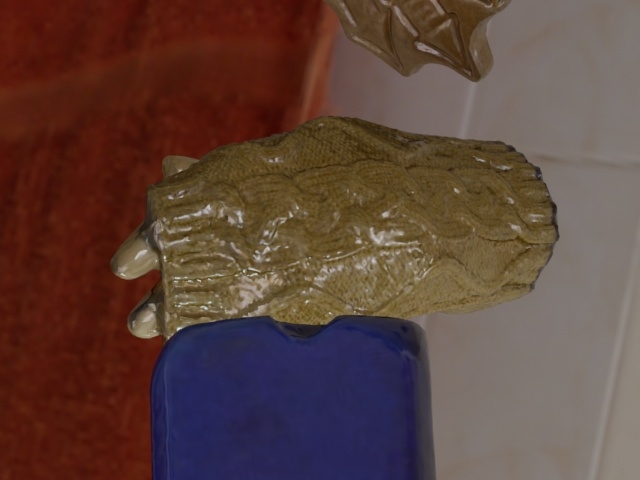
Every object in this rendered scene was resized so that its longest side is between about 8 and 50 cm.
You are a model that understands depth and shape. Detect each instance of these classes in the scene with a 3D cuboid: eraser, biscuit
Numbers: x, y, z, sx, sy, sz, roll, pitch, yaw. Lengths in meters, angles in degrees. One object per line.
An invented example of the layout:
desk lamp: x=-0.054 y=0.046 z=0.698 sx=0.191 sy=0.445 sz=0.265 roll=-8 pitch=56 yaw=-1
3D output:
eraser: x=-0.012 y=0.207 z=0.902 sx=0.155 sy=0.332 sz=0.101 roll=-2 pitch=162 yaw=-1
biscuit: x=0.067 y=-0.216 z=1.451 sx=0.182 sy=0.215 sz=0.034 roll=-35 pitch=-178 yaw=45

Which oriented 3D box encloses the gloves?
gloves: x=0.010 y=-0.011 z=1.367 sx=0.356 sy=0.203 sz=0.155 roll=-12 pitch=146 yaw=-22
